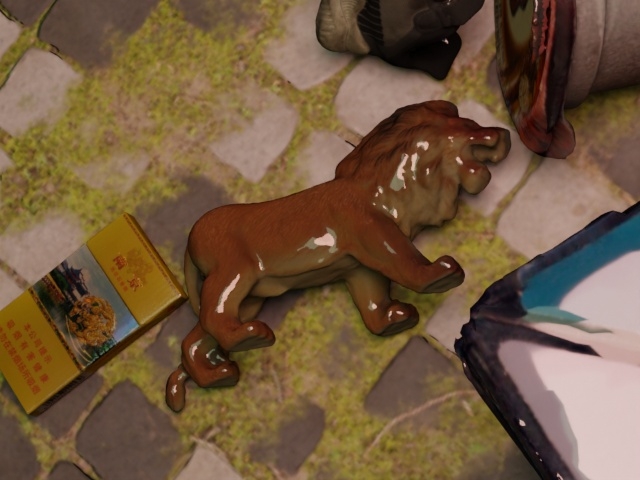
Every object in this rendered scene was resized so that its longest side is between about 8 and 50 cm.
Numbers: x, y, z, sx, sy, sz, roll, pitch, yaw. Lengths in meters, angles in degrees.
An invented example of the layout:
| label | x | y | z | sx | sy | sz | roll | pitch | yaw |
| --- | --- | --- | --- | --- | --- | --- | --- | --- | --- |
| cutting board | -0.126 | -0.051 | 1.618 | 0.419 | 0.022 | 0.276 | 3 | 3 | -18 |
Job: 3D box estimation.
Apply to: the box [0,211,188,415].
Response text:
| label | x | y | z | sx | sy | sz | roll | pitch | yaw |
| --- | --- | --- | --- | --- | --- | --- | --- | --- | --- |
| box | -0.188 | 0.058 | 1.120 | 0.155 | 0.023 | 0.087 | -38 | 69 | 5 |

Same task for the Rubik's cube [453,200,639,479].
| label | x | y | z | sx | sy | sz | roll | pitch | yaw |
| --- | --- | --- | --- | --- | --- | --- | --- | --- | --- |
| Rubik's cube | 0.287 | 0.119 | 0.817 | 0.310 | 0.305 | 0.307 | -33 | 70 | 7 |

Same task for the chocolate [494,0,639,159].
| label | x | y | z | sx | sy | sz | roll | pitch | yaw |
| --- | --- | --- | --- | --- | --- | --- | --- | --- | --- |
| chocolate | 0.203 | -0.168 | 0.985 | 0.147 | 0.221 | 0.221 | 2 | 79 | -1 |

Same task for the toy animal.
| label | x | y | z | sx | sy | sz | roll | pitch | yaw |
| --- | --- | --- | --- | --- | --- | --- | --- | --- | --- |
| toy animal | 0.000 | 0.000 | 1.051 | 0.312 | 0.097 | 0.158 | -19 | 64 | 13 |

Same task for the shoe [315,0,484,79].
| label | x | y | z | sx | sy | sz | roll | pitch | yaw |
| --- | --- | --- | --- | --- | --- | --- | --- | --- | --- |
| shoe | 0.069 | -0.191 | 1.008 | 0.112 | 0.227 | 0.099 | 29 | 68 | 0 |
